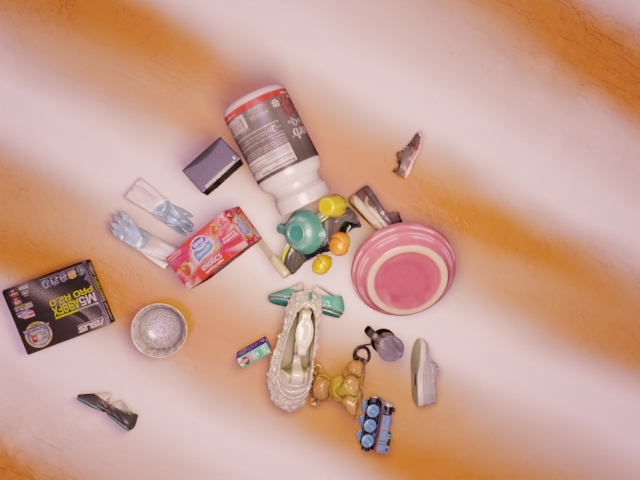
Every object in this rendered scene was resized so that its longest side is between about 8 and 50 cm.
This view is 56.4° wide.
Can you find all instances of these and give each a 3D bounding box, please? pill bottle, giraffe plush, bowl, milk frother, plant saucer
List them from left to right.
[{"bbox_3d":[-0.497,0.275,1.869,0.170,0.080,0.170,0,92,-4],"label":"bowl"},{"bbox_3d":[-0.126,-0.270,1.819,0.210,0.210,0.362,-27,94,-3],"label":"pill bottle"},{"bbox_3d":[0.045,0.462,1.885,0.171,0.210,0.181,7,59,11],"label":"giraffe plush"},{"bbox_3d":[0.181,0.352,1.898,0.129,0.135,0.143,20,90,-4],"label":"milk frother"},{"bbox_3d":[0.264,0.107,1.858,0.333,0.084,0.331,-2,118,-4],"label":"plant saucer"}]

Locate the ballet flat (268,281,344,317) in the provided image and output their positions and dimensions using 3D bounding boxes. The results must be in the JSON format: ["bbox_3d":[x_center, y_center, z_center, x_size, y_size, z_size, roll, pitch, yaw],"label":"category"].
[{"bbox_3d":[-0.042,0.181,1.913,0.248,0.083,0.087,13,66,-5],"label":"ballet flat"}]

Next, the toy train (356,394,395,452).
[{"bbox_3d":[0.182,0.596,1.936,0.105,0.080,0.184,11,88,-14],"label":"toy train"}]

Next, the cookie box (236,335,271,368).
[{"bbox_3d":[-0.210,0.353,1.888,0.107,0.092,0.040,-29,96,-3],"label":"cookie box"}]

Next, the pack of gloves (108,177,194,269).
[{"bbox_3d":[-0.530,-0.051,1.887,0.232,0.046,0.195,36,77,-8],"label":"pack of gloves"}]

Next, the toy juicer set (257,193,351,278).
[{"bbox_3d":[-0.042,0.010,1.790,0.329,0.089,0.209,-23,83,30],"label":"toy juicer set"}]

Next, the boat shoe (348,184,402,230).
[{"bbox_3d":[0.216,-0.059,1.908,0.285,0.103,0.092,44,93,1],"label":"boat shoe"}]

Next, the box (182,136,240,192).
[{"bbox_3d":[-0.327,-0.224,1.830,0.156,0.158,0.093,-43,94,-3],"label":"box"}]

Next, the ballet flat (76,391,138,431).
[{"bbox_3d":[-0.661,0.520,1.875,0.203,0.074,0.074,31,89,1],"label":"ballet flat"}]

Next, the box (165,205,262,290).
[{"bbox_3d":[-0.323,0.023,1.810,0.257,0.123,0.128,-36,89,20],"label":"box"}]

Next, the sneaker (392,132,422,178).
[{"bbox_3d":[0.279,-0.281,1.928,0.065,0.061,0.157,22,89,2],"label":"sneaker"}]

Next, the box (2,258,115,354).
[{"bbox_3d":[-0.808,0.204,1.852,0.270,0.060,0.216,-20,93,-4],"label":"box"}]

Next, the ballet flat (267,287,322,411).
[{"bbox_3d":[-0.077,0.349,1.818,0.147,0.147,0.408,8,99,-5],"label":"ballet flat"}]

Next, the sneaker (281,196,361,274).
[{"bbox_3d":[0.000,0.000,1.865,0.300,0.111,0.121,-46,58,-1],"label":"sneaker"}]

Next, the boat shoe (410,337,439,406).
[{"bbox_3d":[0.344,0.428,1.948,0.081,0.079,0.227,-2,97,-14],"label":"boat shoe"}]
